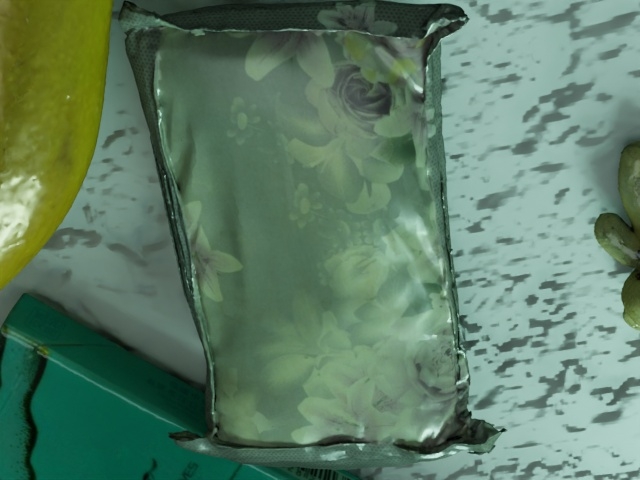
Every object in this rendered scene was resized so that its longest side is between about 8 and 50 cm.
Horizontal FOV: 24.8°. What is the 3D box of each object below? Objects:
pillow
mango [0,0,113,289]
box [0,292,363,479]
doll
[{"bbox_3d":[0.000,0.000,0.690,0.169,0.059,0.255,-1,118,11],"label":"pillow"},{"bbox_3d":[-0.183,-0.069,0.651,0.176,0.119,0.317,33,115,1],"label":"mango"},{"bbox_3d":[-0.099,0.146,0.800,0.226,0.042,0.161,29,119,-7],"label":"box"},{"bbox_3d":[0.160,0.000,0.680,0.061,0.051,0.093,-6,89,15],"label":"doll"}]
